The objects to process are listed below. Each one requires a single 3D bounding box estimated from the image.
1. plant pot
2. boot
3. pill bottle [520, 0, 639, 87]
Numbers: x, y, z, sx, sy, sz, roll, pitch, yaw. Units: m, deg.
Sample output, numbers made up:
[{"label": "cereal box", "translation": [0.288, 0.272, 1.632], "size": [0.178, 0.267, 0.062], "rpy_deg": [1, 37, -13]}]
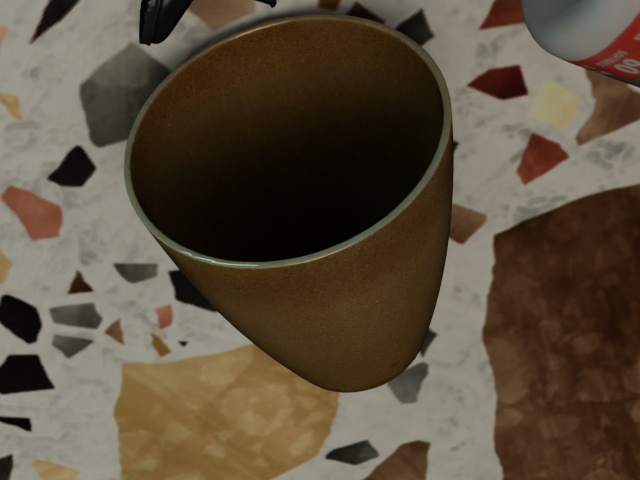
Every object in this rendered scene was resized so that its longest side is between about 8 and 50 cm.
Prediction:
[{"label": "plant pot", "translation": [0.000, 0.000, 1.172], "size": [0.237, 0.237, 0.254], "rpy_deg": [-15, 140, 3]}, {"label": "boot", "translation": [-0.076, -0.190, 1.120], "size": [0.099, 0.045, 0.121], "rpy_deg": [8, 123, -16]}, {"label": "pill bottle", "translation": [0.343, -0.177, 1.076], "size": [0.363, 0.210, 0.210], "rpy_deg": [16, 121, -17]}]
